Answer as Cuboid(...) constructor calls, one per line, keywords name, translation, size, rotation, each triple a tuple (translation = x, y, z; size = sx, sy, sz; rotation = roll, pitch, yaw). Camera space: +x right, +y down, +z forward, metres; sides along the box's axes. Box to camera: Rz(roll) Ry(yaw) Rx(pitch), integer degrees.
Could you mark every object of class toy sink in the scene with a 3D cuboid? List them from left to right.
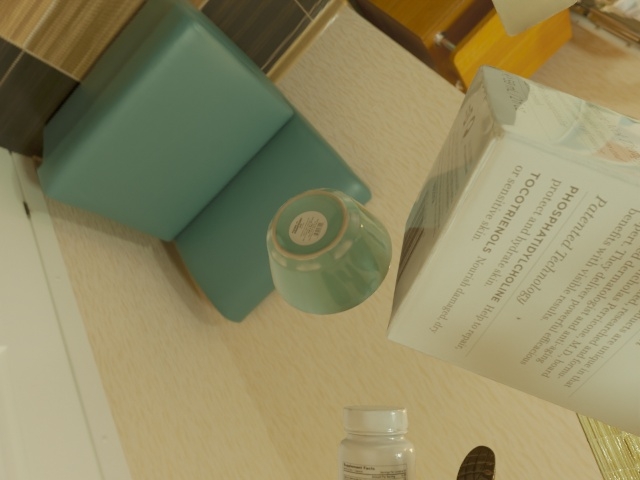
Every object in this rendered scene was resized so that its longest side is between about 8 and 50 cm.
Cuboid(name="toy sink", translation=(0.420, -0.588, 0.984), size=(0.153, 0.131, 0.234), rotation=(-22, 132, 31))

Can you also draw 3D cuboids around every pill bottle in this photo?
Cuboid(name="pill bottle", translation=(0.115, 0.489, 0.954), size=(0.161, 0.282, 0.160), rotation=(0, 165, 0))

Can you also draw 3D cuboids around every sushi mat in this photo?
Cuboid(name="sushi mat", translation=(0.652, 0.418, 1.026), size=(0.152, 0.316, 0.019), rotation=(-12, 159, -8))

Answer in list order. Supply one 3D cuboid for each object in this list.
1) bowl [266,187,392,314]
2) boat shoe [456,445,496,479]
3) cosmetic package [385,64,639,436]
Cuboid(name="bowl", translation=(0.000, 0.000, 1.093), size=(0.312, 0.311, 0.163), rotation=(-35, 145, -3))
Cuboid(name="boat shoe", translation=(0.291, 0.480, 0.882), size=(0.060, 0.064, 0.177), rotation=(48, 57, -43))
Cuboid(name="cosmetic package", translation=(0.347, 0.000, 0.669), size=(0.329, 0.394, 0.327), rotation=(-67, 177, -55))
